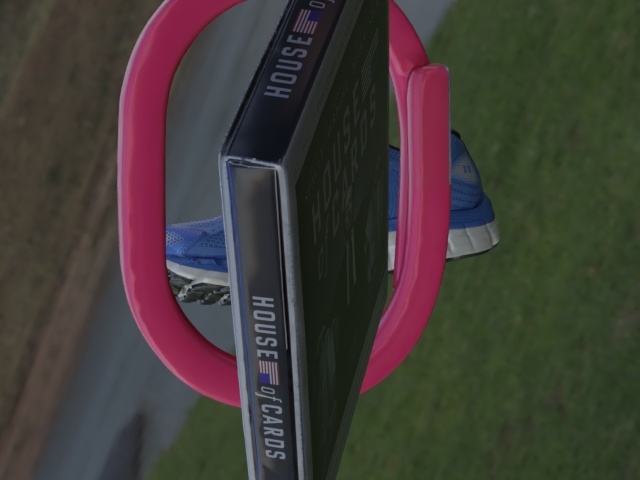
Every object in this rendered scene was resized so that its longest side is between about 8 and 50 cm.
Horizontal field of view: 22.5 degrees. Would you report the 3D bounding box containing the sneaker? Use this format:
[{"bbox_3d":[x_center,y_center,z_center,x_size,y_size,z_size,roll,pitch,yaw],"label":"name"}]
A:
[{"bbox_3d":[-0.011,-0.029,1.392,0.130,0.330,0.147,159,99,-67],"label":"sneaker"}]

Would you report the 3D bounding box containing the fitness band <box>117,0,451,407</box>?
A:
[{"bbox_3d":[-0.024,-0.036,1.021,0.054,0.209,0.291,-127,38,-79],"label":"fitness band"}]

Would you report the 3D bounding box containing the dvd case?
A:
[{"bbox_3d":[0.000,0.000,0.699,0.179,0.029,0.238,-71,-15,-45],"label":"dvd case"}]
